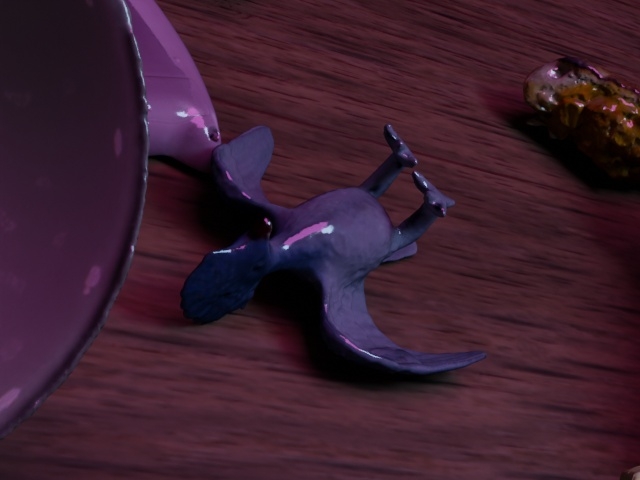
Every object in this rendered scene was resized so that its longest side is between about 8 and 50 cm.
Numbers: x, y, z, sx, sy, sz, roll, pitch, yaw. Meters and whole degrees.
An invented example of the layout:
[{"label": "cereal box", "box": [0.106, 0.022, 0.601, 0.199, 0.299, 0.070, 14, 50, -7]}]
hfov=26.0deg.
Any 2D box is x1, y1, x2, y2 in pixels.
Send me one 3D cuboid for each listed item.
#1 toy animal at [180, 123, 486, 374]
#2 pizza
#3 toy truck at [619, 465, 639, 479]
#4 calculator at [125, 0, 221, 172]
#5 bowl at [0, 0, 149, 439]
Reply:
[{"label": "toy animal", "box": [0.000, 0.000, 0.930, 0.239, 0.176, 0.255, 55, 4, 20]}, {"label": "pizza", "box": [0.314, -0.089, 1.298, 0.305, 0.086, 0.161, 21, 15, -24]}, {"label": "toy truck", "box": [0.255, 0.231, 0.744, 0.272, 0.157, 0.124, 23, -9, 2]}, {"label": "calculator", "box": [-0.188, -0.162, 0.983, 0.194, 0.043, 0.294, -4, 50, -43]}, {"label": "bowl", "box": [-0.261, -0.050, 0.636, 0.337, 0.337, 0.157, 16, -2, -27]}]
